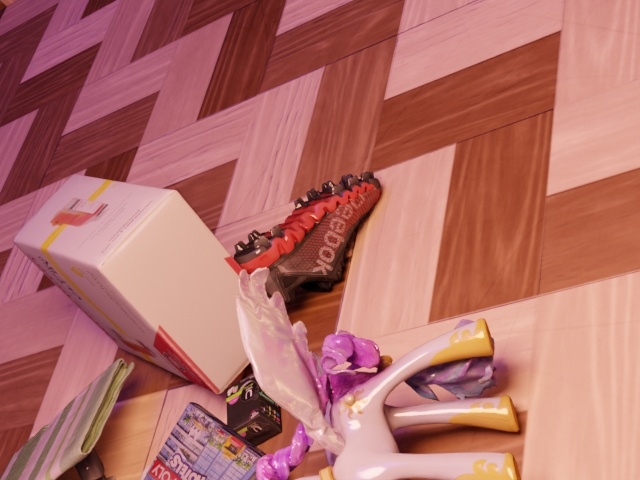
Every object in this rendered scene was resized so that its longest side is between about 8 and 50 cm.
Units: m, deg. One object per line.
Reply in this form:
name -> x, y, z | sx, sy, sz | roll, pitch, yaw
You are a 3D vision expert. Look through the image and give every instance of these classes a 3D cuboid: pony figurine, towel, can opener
pony figurine -> 0.042, 0.216, 1.368 | 0.363, 0.303, 0.351 | -17, 51, 14
towel -> -0.423, 0.340, 1.798 | 0.325, 0.038, 0.248 | -42, 16, 26
can opener -> -0.355, 0.373, 1.662 | 0.076, 0.095, 0.283 | -23, 5, 1

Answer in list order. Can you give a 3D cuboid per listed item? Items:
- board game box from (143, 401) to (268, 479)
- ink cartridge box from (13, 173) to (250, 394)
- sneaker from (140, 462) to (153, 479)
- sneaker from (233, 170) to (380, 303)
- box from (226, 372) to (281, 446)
board game box -> -0.170, 0.340, 1.556 | 0.194, 0.060, 0.194 | 27, 84, 41
ink cartridge box -> -0.273, 0.057, 1.776 | 0.160, 0.279, 0.384 | -49, 28, -18
sneaker -> -0.250, 0.374, 1.646 | 0.057, 0.075, 0.161 | -30, 38, 22
sneaker -> 0.000, 0.000, 1.746 | 0.276, 0.135, 0.097 | -38, 15, -30
box -> -0.095, 0.240, 1.637 | 0.062, 0.052, 0.083 | -32, 38, 22
